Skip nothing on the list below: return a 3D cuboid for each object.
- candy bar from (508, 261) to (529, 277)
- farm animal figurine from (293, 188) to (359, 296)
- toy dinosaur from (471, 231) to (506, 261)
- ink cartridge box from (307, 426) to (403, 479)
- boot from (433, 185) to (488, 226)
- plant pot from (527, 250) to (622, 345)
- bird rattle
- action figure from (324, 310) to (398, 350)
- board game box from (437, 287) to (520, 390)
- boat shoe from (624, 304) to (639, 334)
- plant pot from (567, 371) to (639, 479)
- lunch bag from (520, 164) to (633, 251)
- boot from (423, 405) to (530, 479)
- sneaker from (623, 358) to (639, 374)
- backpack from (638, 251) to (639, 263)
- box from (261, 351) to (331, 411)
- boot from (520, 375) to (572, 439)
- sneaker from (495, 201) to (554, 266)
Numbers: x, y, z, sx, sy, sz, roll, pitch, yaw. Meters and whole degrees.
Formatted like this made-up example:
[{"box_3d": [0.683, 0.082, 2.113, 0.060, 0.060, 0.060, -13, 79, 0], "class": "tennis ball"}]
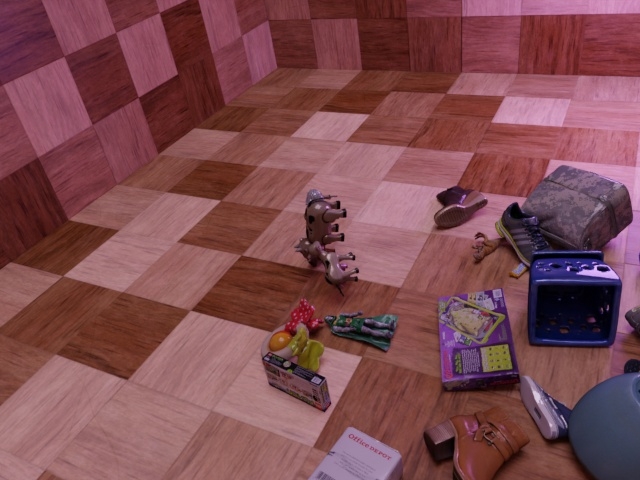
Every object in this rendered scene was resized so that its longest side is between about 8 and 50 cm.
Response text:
[{"box_3d": [0.705, 0.083, 1.931, 0.161, 0.018, 0.040, -32, 41, -29], "class": "candy bar"}, {"box_3d": [0.000, 0.000, 1.975, 0.172, 0.326, 0.330, -7, 16, -16], "class": "farm animal figurine"}, {"box_3d": [0.613, 0.014, 2.032, 0.211, 0.064, 0.112, -28, 65, -21], "class": "toy dinosaur"}, {"box_3d": [0.074, 0.578, 1.333, 0.160, 0.092, 0.219, 19, 44, 34], "class": "ink cartridge box"}, {"box_3d": [0.521, -0.141, 2.258, 0.248, 0.090, 0.207, -22, 25, -15], "class": "boot"}, {"box_3d": [0.725, 0.154, 1.649, 0.236, 0.236, 0.212, -1, 31, 14], "class": "plant pot"}, {"box_3d": [-0.096, 0.298, 1.748, 0.207, 0.143, 0.253, -26, 32, 6], "class": "bird rattle"}, {"box_3d": [0.117, 0.269, 1.786, 0.232, 0.063, 0.137, 4, 41, 25], "class": "action figure"}, {"box_3d": [0.457, 0.284, 1.660, 0.208, 0.056, 0.347, -7, 35, 15], "class": "board game box"}, {"box_3d": [1.031, 0.188, 1.625, 0.305, 0.109, 0.091, -22, 41, -10], "class": "boat shoe"}, {"box_3d": [0.739, 0.412, 1.271, 0.290, 0.195, 0.290, 1, 39, -1], "class": "plant pot"}, {"box_3d": [0.880, -0.095, 1.972, 0.256, 0.212, 0.305, -38, 38, -9], "class": "lunch bag"}, {"box_3d": [0.403, 0.525, 1.336, 0.220, 0.109, 0.283, -15, 28, -13], "class": "boot"}, {"box_3d": [0.881, 0.381, 1.446, 0.082, 0.069, 0.209, 23, 10, -26], "class": "sneaker"}, {"box_3d": [1.073, 0.079, 1.782, 0.101, 0.098, 0.120, -26, 26, 31], "class": "backpack"}, {"box_3d": [-0.070, 0.400, 1.600, 0.207, 0.114, 0.036, 17, 43, 32], "class": "box"}, {"box_3d": [0.589, 0.429, 1.450, 0.086, 0.069, 0.190, 0, 37, -9], "class": "boot"}, {"box_3d": [0.716, -0.013, 1.929, 0.111, 0.121, 0.300, -19, 47, -19], "class": "sneaker"}]
